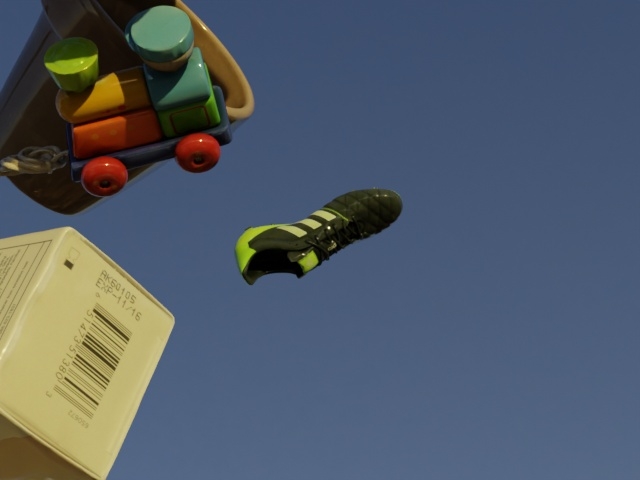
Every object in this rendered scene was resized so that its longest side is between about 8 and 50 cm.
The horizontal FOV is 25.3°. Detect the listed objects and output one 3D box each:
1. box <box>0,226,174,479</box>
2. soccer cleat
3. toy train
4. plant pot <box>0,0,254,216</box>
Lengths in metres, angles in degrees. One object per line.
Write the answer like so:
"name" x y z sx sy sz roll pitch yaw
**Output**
"box" -0.275 0.095 1.072 0.311 0.148 0.121 -7 -41 41
"soccer cleat" 0.000 0.000 1.423 0.179 0.072 0.060 -19 -54 8
"toy train" -0.213 -0.119 1.265 0.248 0.105 0.143 -14 -39 -1
"plant pot" -0.241 -0.154 1.558 0.229 0.263 0.263 -44 -47 19
